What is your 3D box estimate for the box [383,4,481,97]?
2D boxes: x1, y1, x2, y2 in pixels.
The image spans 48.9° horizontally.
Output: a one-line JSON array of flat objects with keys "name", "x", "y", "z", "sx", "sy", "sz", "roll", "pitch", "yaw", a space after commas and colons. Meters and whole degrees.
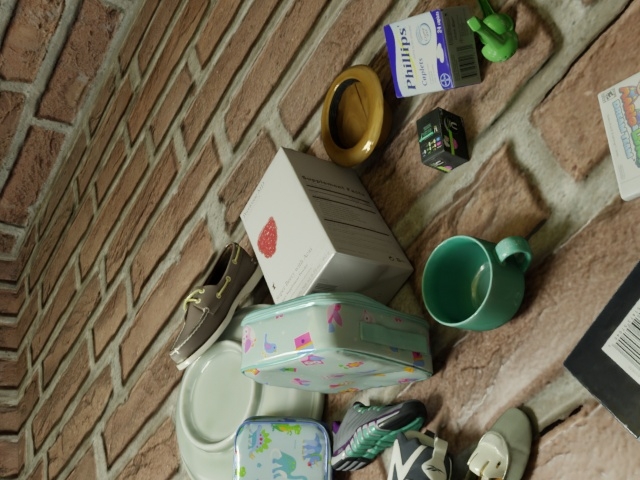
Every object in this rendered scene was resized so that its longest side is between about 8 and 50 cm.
[{"name": "box", "x": 0.183, "y": -0.308, "z": 1.162, "sx": 0.137, "sy": 0.072, "sz": 0.126, "roll": 4, "pitch": 109, "yaw": 55}]

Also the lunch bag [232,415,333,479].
[{"name": "lunch bag", "x": -0.062, "y": 0.417, "z": 1.218, "sx": 0.090, "sy": 0.176, "sz": 0.219, "roll": 80, "pitch": -171, "yaw": -82}]

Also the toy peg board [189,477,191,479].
[{"name": "toy peg board", "x": -0.188, "y": 0.502, "z": 1.464, "sx": 0.160, "sy": 0.079, "sz": 0.161, "roll": 14, "pitch": 90, "yaw": 40}]

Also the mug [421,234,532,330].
[{"name": "mug", "x": 0.232, "y": 0.063, "z": 0.991, "sx": 0.157, "sy": 0.097, "sz": 0.130, "roll": -2, "pitch": 77, "yaw": 53}]

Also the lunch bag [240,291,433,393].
[{"name": "lunch bag", "x": 0.035, "y": 0.160, "z": 1.082, "sx": 0.224, "sy": 0.279, "sz": 0.108, "roll": -23, "pitch": 61, "yaw": 36}]

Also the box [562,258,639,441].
[{"name": "box", "x": 0.370, "y": 0.108, "z": 0.691, "sx": 0.153, "sy": 0.207, "sz": 0.108, "roll": -62, "pitch": 38, "yaw": 21}]

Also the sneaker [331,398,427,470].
[{"name": "sneaker", "x": 0.081, "y": 0.290, "z": 1.143, "sx": 0.224, "sy": 0.083, "sz": 0.098, "roll": -46, "pitch": 41, "yaw": 37}]

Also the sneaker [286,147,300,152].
[{"name": "sneaker", "x": -0.081, "y": -0.088, "z": 1.502, "sx": 0.094, "sy": 0.080, "sz": 0.212, "roll": 30, "pitch": 102, "yaw": 42}]

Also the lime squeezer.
[{"name": "lime squeezer", "x": 0.256, "y": -0.333, "z": 1.090, "sx": 0.059, "sy": 0.110, "sz": 0.310, "roll": -48, "pitch": 13, "yaw": 32}]

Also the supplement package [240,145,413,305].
[{"name": "supplement package", "x": 0.000, "y": 0.000, "z": 1.265, "sx": 0.178, "sy": 0.175, "sz": 0.293, "roll": -56, "pitch": 40, "yaw": 28}]

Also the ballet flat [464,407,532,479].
[{"name": "ballet flat", "x": 0.221, "y": 0.325, "z": 0.945, "sx": 0.072, "sy": 0.068, "sz": 0.213, "roll": 29, "pitch": 103, "yaw": 54}]

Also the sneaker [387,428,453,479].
[{"name": "sneaker", "x": 0.134, "y": 0.363, "z": 1.047, "sx": 0.235, "sy": 0.094, "sz": 0.153, "roll": 104, "pitch": -171, "yaw": -55}]

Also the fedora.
[{"name": "fedora", "x": 0.078, "y": -0.229, "z": 1.317, "sx": 0.194, "sy": 0.079, "sz": 0.195, "roll": -10, "pitch": 77, "yaw": 51}]

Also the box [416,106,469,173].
[{"name": "box", "x": 0.197, "y": -0.162, "z": 1.143, "sx": 0.052, "sy": 0.062, "sz": 0.083, "roll": -29, "pitch": 57, "yaw": 45}]

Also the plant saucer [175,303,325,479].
[{"name": "plant saucer", "x": -0.173, "y": 0.310, "z": 1.390, "sx": 0.400, "sy": 0.100, "sz": 0.401, "roll": -19, "pitch": 59, "yaw": 35}]

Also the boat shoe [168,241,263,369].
[{"name": "boat shoe", "x": -0.228, "y": 0.128, "z": 1.462, "sx": 0.116, "sy": 0.097, "sz": 0.324, "roll": -27, "pitch": 21, "yaw": 41}]

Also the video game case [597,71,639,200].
[{"name": "video game case", "x": 0.422, "y": -0.145, "z": 0.865, "sx": 0.143, "sy": 0.019, "sz": 0.157, "roll": -28, "pitch": 57, "yaw": 46}]
